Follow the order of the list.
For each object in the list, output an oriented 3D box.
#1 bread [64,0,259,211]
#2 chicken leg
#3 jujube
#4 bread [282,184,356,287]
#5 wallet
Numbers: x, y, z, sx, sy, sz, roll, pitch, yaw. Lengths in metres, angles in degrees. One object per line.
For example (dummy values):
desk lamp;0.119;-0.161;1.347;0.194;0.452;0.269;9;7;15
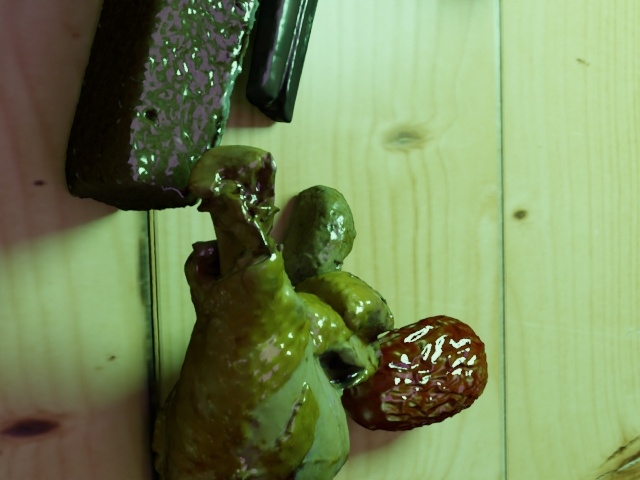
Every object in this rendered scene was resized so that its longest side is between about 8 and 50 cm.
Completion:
bread;-0.122;-0.231;0.954;0.113;0.165;0.417;17;84;-29
chicken leg;-0.040;0.081;0.984;0.295;0.182;0.410;-31;130;-35
jujube;0.103;0.153;1.176;0.176;0.109;0.112;-17;67;-25
bread;0.000;0.000;1.104;0.060;0.082;0.113;32;78;-34
wallet;-0.026;-0.235;1.028;0.049;0.182;0.229;12;89;3
